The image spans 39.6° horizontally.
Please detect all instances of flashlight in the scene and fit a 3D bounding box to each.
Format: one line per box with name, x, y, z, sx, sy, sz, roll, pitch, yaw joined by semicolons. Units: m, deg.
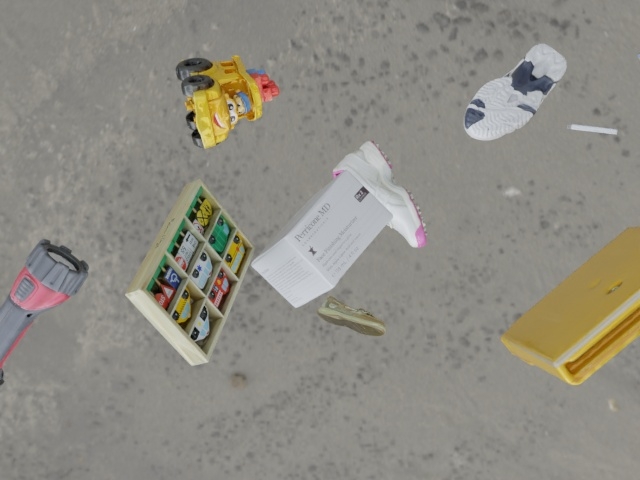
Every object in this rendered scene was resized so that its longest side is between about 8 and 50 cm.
flashlight;-0.510;0.145;1.491;0.103;0.103;0.304;32;100;-24

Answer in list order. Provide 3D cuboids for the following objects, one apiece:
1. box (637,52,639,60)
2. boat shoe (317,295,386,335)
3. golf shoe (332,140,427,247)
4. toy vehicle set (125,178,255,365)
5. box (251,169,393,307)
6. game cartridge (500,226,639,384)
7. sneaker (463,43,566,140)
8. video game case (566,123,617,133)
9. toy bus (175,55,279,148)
box;0.767;-0.293;1.537;0.290;0.177;0.279;-33;92;4
boat shoe;0.062;0.138;1.654;0.153;0.048;0.056;10;153;44
golf shoe;0.135;-0.088;2.034;0.140;0.306;0.115;-27;146;-5
toy vehicle set;-0.200;0.046;1.428;0.035;0.267;0.166;-19;124;31
box;0.000;0.000;1.541;0.119;0.181;0.182;44;153;-6
game cartridge;0.409;0.081;1.276;0.285;0.323;0.053;-40;89;-1
sneaker;0.303;-0.215;1.486;0.094;0.235;0.153;37;152;6
video game case;0.541;-0.223;1.777;0.087;0.122;0.011;8;98;10
toy bus;-0.189;-0.305;1.893;0.211;0.220;0.149;-11;122;-9
